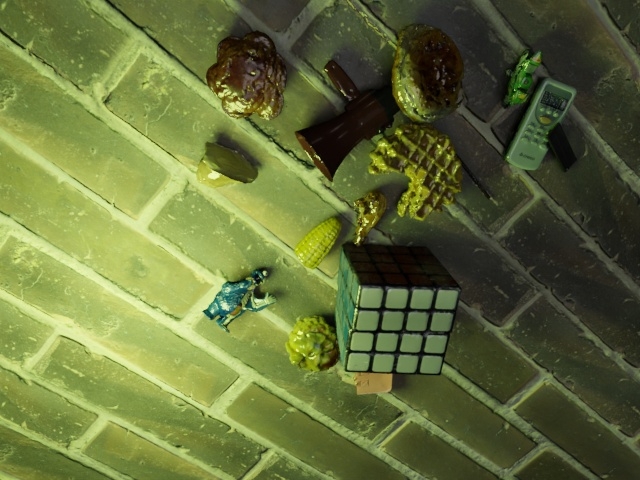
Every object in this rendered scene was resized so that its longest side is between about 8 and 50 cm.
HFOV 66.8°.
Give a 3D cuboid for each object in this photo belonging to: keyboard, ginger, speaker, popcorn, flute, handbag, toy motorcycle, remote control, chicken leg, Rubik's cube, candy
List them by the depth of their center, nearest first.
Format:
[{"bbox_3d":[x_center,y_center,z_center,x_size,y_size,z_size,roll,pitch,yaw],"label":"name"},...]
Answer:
[{"bbox_3d":[0.067,-0.387,1.528,0.329,0.198,0.259,-44,73,-3],"label":"speaker"},{"bbox_3d":[0.633,-0.505,1.534,0.074,0.106,0.190,12,112,-12],"label":"toy motorcycle"},{"bbox_3d":[-0.304,-0.214,1.567,0.193,0.115,0.122,21,130,-22],"label":"ginger"},{"bbox_3d":[0.727,-0.384,1.624,0.140,0.056,0.296,17,109,-12],"label":"remote control"},{"bbox_3d":[0.822,-0.313,1.654,0.067,0.011,0.202,-49,127,2],"label":"keyboard"},{"bbox_3d":[0.240,0.226,1.671,0.344,0.344,0.337,3,113,-6],"label":"Rubik's cube"},{"bbox_3d":[0.156,-0.075,1.672,0.101,0.085,0.207,5,118,-37],"label":"chicken leg"},{"bbox_3d":[0.514,-0.238,1.683,0.014,0.014,0.269,-41,112,11],"label":"flute"},{"bbox_3d":[0.000,0.000,1.685,0.106,0.094,0.199,39,96,-18],"label":"candy"},{"bbox_3d":[-0.024,0.387,1.804,0.189,0.169,0.218,-40,101,4],"label":"popcorn"},{"bbox_3d":[0.207,0.510,1.938,0.157,0.059,0.212,-5,112,-6],"label":"handbag"}]

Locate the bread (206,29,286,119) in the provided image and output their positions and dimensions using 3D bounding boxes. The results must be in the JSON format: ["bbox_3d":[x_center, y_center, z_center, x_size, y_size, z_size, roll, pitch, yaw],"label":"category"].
[{"bbox_3d":[-0.217,-0.486,1.429,0.232,0.135,0.246,-1,113,-6],"label":"bread"}]

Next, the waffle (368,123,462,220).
[{"bbox_3d":[0.316,-0.228,1.571,0.261,0.151,0.324,-38,127,6],"label":"waffle"}]

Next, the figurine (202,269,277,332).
[{"bbox_3d":[-0.293,0.199,1.728,0.262,0.121,0.164,-34,120,-11],"label":"figurine"}]

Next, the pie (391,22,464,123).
[{"bbox_3d":[0.332,-0.496,1.481,0.308,0.085,0.308,-2,94,-31],"label":"pie"}]
